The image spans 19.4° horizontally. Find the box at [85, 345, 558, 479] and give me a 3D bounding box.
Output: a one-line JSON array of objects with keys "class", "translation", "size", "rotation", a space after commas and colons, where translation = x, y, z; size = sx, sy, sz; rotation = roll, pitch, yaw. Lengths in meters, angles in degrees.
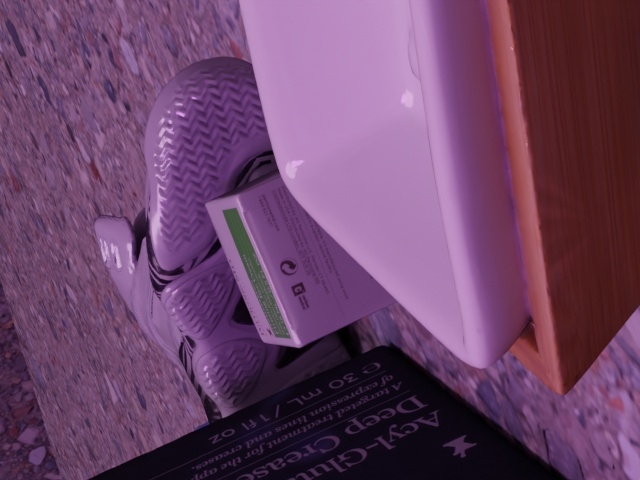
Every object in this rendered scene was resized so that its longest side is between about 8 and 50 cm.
[{"class": "box", "translation": [0.018, 0.268, 1.106], "size": [0.395, 0.294, 0.212], "rotation": [36, 145, 60]}]

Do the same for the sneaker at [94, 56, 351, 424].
[{"class": "sneaker", "translation": [-0.085, -0.009, 1.330], "size": [0.210, 0.137, 0.365], "rotation": [48, 159, 41]}]

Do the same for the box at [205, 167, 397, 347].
[{"class": "box", "translation": [0.000, 0.000, 1.143], "size": [0.101, 0.102, 0.087], "rotation": [67, 166, -5]}]

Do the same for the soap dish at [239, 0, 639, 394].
[{"class": "soap dish", "translation": [0.051, -0.110, 0.810], "size": [0.229, 0.118, 0.290], "rotation": [45, 153, 52]}]

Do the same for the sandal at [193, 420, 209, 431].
[{"class": "sandal", "translation": [-0.083, 0.245, 1.725], "size": [0.138, 0.126, 0.317], "rotation": [67, 156, 13]}]
